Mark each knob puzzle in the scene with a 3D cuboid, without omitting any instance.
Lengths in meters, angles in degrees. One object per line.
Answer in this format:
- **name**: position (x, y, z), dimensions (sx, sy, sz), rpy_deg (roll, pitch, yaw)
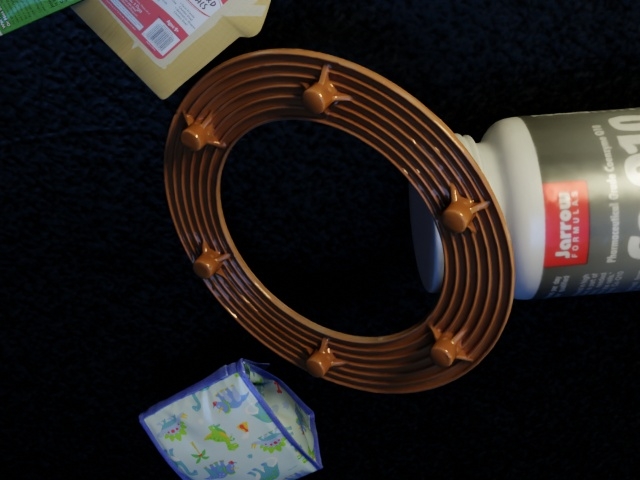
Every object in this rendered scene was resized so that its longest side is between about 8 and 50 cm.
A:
- **knob puzzle**: position (-0.114, -0.236, 0.803), dimensions (0.213, 0.030, 0.213), rpy_deg (-1, 116, -1)

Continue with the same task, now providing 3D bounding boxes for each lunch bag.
- **lunch bag**: position (-0.091, 0.191, 1.047), dimensions (0.129, 0.096, 0.151), rpy_deg (-29, 130, 14)

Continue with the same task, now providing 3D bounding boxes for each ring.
- **ring**: position (0.000, 0.000, 0.863), dimensions (0.337, 0.032, 0.336), rpy_deg (18, 130, 23)

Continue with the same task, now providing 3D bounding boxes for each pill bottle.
- **pill bottle**: position (0.227, -0.032, 0.892), dimensions (0.283, 0.161, 0.161), rpy_deg (-5, 123, -3)

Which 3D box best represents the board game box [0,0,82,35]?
- **board game box**: position (-0.274, -0.277, 0.746), dimensions (0.136, 0.030, 0.259), rpy_deg (-21, 114, 6)
